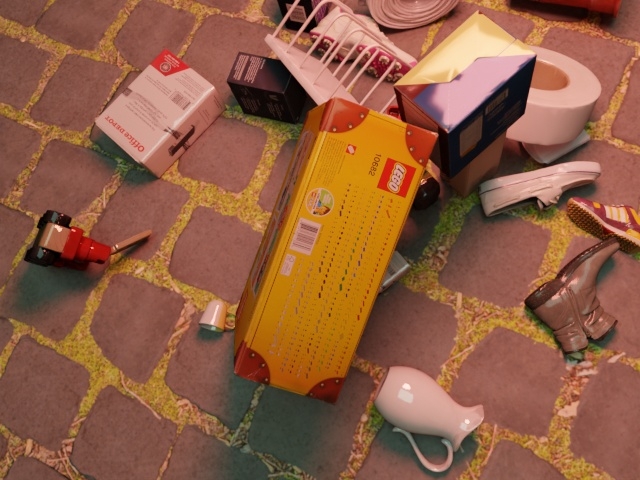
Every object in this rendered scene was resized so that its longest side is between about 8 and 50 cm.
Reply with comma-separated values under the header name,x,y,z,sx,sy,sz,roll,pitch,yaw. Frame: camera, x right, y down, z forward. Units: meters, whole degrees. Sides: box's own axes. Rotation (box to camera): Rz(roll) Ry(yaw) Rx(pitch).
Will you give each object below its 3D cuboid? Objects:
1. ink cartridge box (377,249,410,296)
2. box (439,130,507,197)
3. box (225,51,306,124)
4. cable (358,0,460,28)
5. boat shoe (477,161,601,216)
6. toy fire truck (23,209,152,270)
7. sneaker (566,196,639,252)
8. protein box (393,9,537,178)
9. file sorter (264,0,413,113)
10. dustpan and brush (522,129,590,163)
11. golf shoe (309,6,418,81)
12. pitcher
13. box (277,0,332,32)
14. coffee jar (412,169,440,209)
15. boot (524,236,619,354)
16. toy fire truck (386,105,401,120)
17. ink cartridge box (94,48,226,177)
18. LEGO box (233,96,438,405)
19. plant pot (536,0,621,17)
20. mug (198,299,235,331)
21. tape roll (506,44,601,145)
name,x,y,z,sx,sy,sz,roll,pitch,yaw
ink cartridge box,0.125,0.071,1.342,0.135,0.056,0.099,-38,71,-3
box,0.331,-0.201,1.274,0.113,0.275,0.094,-40,70,-3
box,-0.133,-0.384,1.473,0.158,0.156,0.093,16,76,14
cable,0.234,-0.634,1.432,0.257,0.257,0.089,-2,73,-15
boat shoe,0.499,-0.112,1.316,0.268,0.096,0.088,-10,76,8
toy fire truck,-0.571,0.011,1.434,0.246,0.217,0.158,23,74,-28
sneaker,0.644,-0.052,1.291,0.185,0.069,0.084,37,73,12
protein box,0.260,-0.254,1.049,0.200,0.201,0.136,-42,69,-1
file sorter,0.046,-0.419,1.319,0.173,0.193,0.277,-50,56,23
dustpan and brush,0.520,-0.284,1.390,0.147,0.060,0.211,-29,77,-13
golf shoe,0.125,-0.516,1.495,0.306,0.115,0.140,27,76,15
pitcher,0.208,0.372,1.213,0.207,0.125,0.177,27,95,5
box,-0.029,-0.690,1.549,0.108,0.153,0.207,16,77,14
coffee jar,0.205,-0.159,1.378,0.079,0.096,0.184,-39,70,3
boot,0.579,0.121,1.248,0.246,0.083,0.161,-40,78,2
toy fire truck,0.255,-0.267,1.381,0.192,0.135,0.047,5,74,11
ink cartridge box,-0.419,-0.332,1.527,0.197,0.114,0.273,40,83,17
LEGO box,0.000,0.000,1.132,0.193,0.372,0.500,19,96,-10
plant pot,0.602,-0.688,1.396,0.265,0.272,0.272,12,76,21
mug,-0.245,0.180,1.380,0.062,0.078,0.064,-9,59,41
tape roll,0.473,-0.337,1.316,0.286,0.100,0.286,4,45,-4
